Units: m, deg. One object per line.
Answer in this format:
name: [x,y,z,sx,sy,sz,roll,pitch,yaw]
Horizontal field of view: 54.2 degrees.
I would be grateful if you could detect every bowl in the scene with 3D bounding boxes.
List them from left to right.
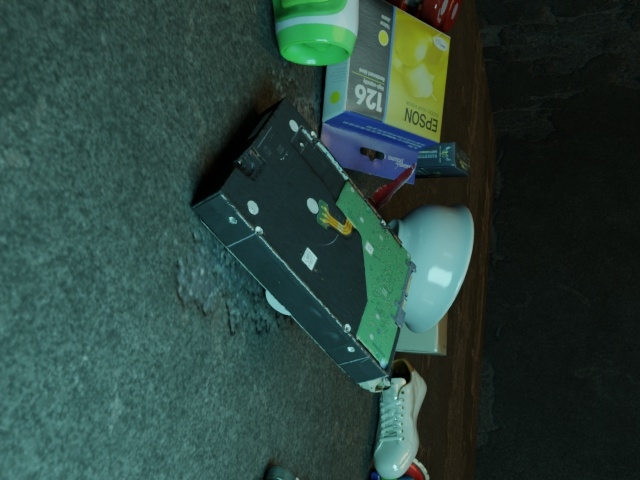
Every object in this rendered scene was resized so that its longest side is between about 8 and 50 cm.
bowl: [0.197,0.039,1.355,0.298,0.134,0.298,-159,-90,-80]

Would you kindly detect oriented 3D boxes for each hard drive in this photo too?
hard drive: [0.000,0.000,0.858,0.339,0.064,0.237,48,40,-22]

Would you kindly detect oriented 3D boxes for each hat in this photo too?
hat: [0.097,-0.016,1.109,0.208,0.183,0.173,35,58,-64]

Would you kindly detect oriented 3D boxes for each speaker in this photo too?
speaker: [-0.004,-0.423,0.931,0.131,0.131,0.297,7,83,-68]

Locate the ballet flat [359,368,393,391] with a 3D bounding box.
ballet flat: [0.111,0.280,1.304,0.203,0.074,0.074,48,46,-62]

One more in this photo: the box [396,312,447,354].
box: [0.257,0.132,1.598,0.148,0.121,0.311,29,63,-66]

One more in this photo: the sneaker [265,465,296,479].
sneaker: [-0.049,0.392,0.901,0.170,0.051,0.089,55,30,-31]

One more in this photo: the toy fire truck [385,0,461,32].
toy fire truck: [0.189,-0.470,1.419,0.302,0.169,0.254,-30,141,-65]

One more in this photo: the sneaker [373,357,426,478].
sneaker: [0.161,0.391,1.418,0.123,0.105,0.290,58,32,-25]

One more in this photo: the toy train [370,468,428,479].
toy train: [0.173,0.632,1.355,0.105,0.143,0.248,17,74,-67]

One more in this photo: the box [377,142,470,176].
box: [0.255,-0.188,1.510,0.232,0.183,0.059,0,89,-69]

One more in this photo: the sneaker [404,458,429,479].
sneaker: [0.194,0.621,1.470,0.118,0.107,0.279,-45,131,-54]

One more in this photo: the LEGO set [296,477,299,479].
LEGO set: [-0.051,0.523,0.959,0.183,0.060,0.244,61,33,-30]

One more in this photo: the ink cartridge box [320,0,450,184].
ink cartridge box: [0.130,-0.280,1.191,0.303,0.072,0.308,6,87,-47]

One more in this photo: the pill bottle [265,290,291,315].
pill bottle: [-0.026,0.036,0.933,0.152,0.086,0.086,-64,147,-47]

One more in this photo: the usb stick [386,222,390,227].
usb stick: [0.098,0.086,1.276,0.077,0.045,0.278,128,-21,-57]
